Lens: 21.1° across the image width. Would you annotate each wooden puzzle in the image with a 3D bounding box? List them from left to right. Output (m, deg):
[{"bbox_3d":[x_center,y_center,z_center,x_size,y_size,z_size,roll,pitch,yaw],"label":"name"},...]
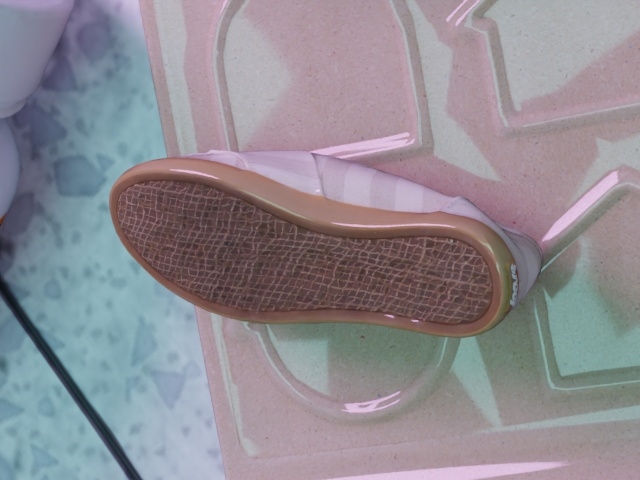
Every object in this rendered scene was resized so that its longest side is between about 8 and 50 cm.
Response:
[{"bbox_3d":[0.081,-0.036,0.835,0.322,0.080,0.348,-10,87,24],"label":"wooden puzzle"}]

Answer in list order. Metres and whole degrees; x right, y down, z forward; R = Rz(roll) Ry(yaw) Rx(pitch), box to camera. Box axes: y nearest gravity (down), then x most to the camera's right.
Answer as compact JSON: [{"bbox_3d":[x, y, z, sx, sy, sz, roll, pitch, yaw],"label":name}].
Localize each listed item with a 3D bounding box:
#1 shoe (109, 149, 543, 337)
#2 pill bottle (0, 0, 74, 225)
[{"bbox_3d":[0.000,0.000,0.803,0.219,0.058,0.076,12,116,28],"label":"shoe"},{"bbox_3d":[-0.300,-0.003,0.925,0.224,0.224,0.392,36,109,17],"label":"pill bottle"}]
